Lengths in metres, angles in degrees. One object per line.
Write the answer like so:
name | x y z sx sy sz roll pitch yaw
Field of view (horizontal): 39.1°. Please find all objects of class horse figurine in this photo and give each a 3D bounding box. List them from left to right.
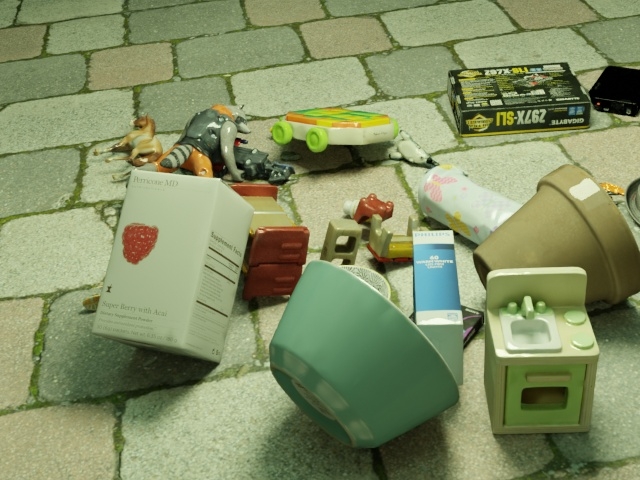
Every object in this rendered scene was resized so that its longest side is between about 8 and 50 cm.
horse figurine | -0.459 -0.226 2.232 0.174 0.066 0.263 -23 32 -19

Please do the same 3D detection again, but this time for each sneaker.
sneaker | -0.426 0.113 1.759 0.083 0.032 0.037 -17 22 -25

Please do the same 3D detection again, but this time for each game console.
game console | 0.875 -0.367 2.279 0.361 0.044 0.213 14 39 26

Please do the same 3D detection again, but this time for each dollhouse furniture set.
dollhouse furniture set | 0.000 0.000 1.797 0.374 0.152 0.201 0 29 -24

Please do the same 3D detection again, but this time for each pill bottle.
pill bottle | 0.092 -0.063 1.931 0.083 0.043 0.043 15 39 28

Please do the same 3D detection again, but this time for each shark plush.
shark plush | 0.237 -0.211 2.128 0.067 0.073 0.161 7 12 -45

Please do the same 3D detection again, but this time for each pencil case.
pencil case | 0.322 -0.060 1.833 0.124 0.113 0.273 -32 42 -20

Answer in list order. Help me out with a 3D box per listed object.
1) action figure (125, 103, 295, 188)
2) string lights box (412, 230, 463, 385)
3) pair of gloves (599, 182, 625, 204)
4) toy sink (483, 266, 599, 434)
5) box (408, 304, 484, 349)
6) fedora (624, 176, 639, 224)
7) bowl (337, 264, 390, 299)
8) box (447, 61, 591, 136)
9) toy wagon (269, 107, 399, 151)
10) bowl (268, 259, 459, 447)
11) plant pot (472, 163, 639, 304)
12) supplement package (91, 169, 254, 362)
action figure | -0.241 -0.203 2.079 0.341 0.179 0.330 9 45 21
string lights box | 0.196 0.109 1.528 0.076 0.133 0.260 -2 35 6
pair of gloves | 0.619 -0.100 1.945 0.074 0.010 0.083 21 43 33
toy sink | 0.334 0.174 1.376 0.152 0.234 0.131 -2 34 4
box | 0.204 0.163 1.593 0.116 0.029 0.162 17 39 29
fedora | 0.754 -0.106 1.833 0.243 0.124 0.275 -8 34 -3
bowl | 0.042 0.125 1.626 0.170 0.080 0.170 -3 34 2
box | 0.499 -0.363 2.296 0.322 0.079 0.257 -4 32 2
toy wagon | 0.009 -0.274 2.168 0.344 0.068 0.267 16 22 42
bowl | 0.041 0.197 1.369 0.311 0.311 0.163 29 66 40
plant pot | 0.403 0.028 1.601 0.229 0.263 0.263 -27 37 -3
supplement package | -0.251 0.046 1.569 0.177 0.175 0.293 7 77 18
